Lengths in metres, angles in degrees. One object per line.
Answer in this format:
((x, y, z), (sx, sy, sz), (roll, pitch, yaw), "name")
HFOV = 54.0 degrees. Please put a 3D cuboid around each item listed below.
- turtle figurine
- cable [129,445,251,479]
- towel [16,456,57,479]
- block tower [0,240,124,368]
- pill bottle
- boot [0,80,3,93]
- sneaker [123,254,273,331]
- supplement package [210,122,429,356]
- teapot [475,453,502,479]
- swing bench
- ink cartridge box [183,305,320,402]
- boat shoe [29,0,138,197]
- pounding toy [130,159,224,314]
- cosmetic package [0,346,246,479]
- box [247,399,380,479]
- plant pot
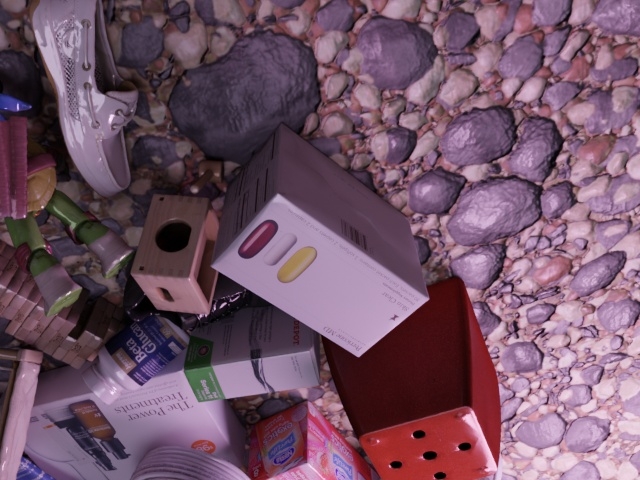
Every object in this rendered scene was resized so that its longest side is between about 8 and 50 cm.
((-0.396, -0.029, 0.833), (0.274, 0.198, 0.266), (-40, 90, 17), "turtle figurine")
((-0.223, 0.476, 1.143), (0.257, 0.089, 0.257), (-11, 123, 27), "cable")
((-0.613, 0.457, 1.237), (0.243, 0.040, 0.336), (-30, 114, 38), "towel")
((-0.493, 0.084, 1.016), (0.335, 0.091, 0.097), (34, 117, -22), "block tower")
((-0.305, 0.188, 1.045), (0.169, 0.094, 0.094), (-42, 121, -12), "pill bottle")
((-0.563, -0.170, 0.836), (0.246, 0.094, 0.207), (25, 117, -9), "boot")
((-0.173, 0.089, 1.001), (0.286, 0.130, 0.109), (-2, 126, -1), "sneaker")
((0.000, 0.000, 0.898), (0.261, 0.204, 0.145), (34, 118, -22), "supplement package")
((0.246, 0.536, 1.290), (0.256, 0.187, 0.253), (-23, 146, -17), "teapot")
((-0.598, 0.297, 1.033), (0.254, 0.253, 0.165), (8, 166, -4), "swing bench")
((-0.106, 0.173, 1.046), (0.208, 0.153, 0.087), (-9, 125, 6), "ink cartridge box")
((-0.289, -0.184, 0.832), (0.096, 0.098, 0.277), (-6, 123, 4), "boat shoe")
((-0.200, -0.027, 0.895), (0.094, 0.206, 0.181), (5, 152, 6), "pounding toy")
((-0.368, 0.350, 1.198), (0.377, 0.097, 0.284), (-16, 126, 9), "cosmetic package")
((-0.003, 0.485, 1.260), (0.142, 0.154, 0.300), (-28, 121, 17), "box")
((0.169, 0.268, 1.066), (0.267, 0.236, 0.267), (-20, 123, 11), "plant pot")
